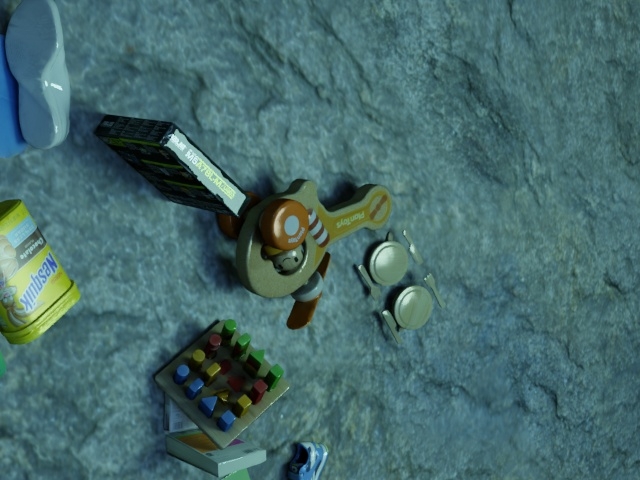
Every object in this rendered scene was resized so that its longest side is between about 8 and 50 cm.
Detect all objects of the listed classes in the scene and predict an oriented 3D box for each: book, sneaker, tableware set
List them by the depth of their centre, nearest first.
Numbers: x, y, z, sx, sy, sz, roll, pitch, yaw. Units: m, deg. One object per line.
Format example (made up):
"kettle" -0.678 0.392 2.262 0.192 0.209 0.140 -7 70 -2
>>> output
"sneaker" -0.385 -0.239 1.568 0.094 0.080 0.212 -45 139 -70
"book" -0.170 0.338 1.805 0.096 0.144 0.035 -9 104 -40
"sneaker" -0.035 0.429 2.004 0.059 0.053 0.144 28 70 -41
"tableware set" 0.147 0.083 2.120 0.128 0.039 0.194 -37 114 -18

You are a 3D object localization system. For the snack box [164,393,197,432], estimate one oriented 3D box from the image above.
"snack box" -0.182 0.275 1.866 0.178 0.022 0.064 -3 98 -41

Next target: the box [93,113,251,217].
"box" -0.220 -0.112 1.658 0.184 0.190 0.045 47 69 -35

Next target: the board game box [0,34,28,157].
"board game box" -0.450 -0.198 1.539 0.133 0.033 0.169 18 74 -65

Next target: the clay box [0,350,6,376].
"clay box" -0.546 0.172 1.505 0.222 0.053 0.127 -29 115 -36

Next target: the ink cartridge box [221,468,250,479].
"ink cartridge box" -0.146 0.532 1.920 0.171 0.056 0.235 -30 118 -34

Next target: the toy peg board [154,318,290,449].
"toy peg board" -0.151 0.217 1.788 0.161 0.079 0.160 44 59 11

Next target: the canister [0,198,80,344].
"canister" -0.429 0.042 1.569 0.126 0.073 0.170 -48 124 -39

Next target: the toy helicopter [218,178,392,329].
"toy helicopter" 0.000 0.000 1.913 0.355 0.140 0.235 -24 114 -39
